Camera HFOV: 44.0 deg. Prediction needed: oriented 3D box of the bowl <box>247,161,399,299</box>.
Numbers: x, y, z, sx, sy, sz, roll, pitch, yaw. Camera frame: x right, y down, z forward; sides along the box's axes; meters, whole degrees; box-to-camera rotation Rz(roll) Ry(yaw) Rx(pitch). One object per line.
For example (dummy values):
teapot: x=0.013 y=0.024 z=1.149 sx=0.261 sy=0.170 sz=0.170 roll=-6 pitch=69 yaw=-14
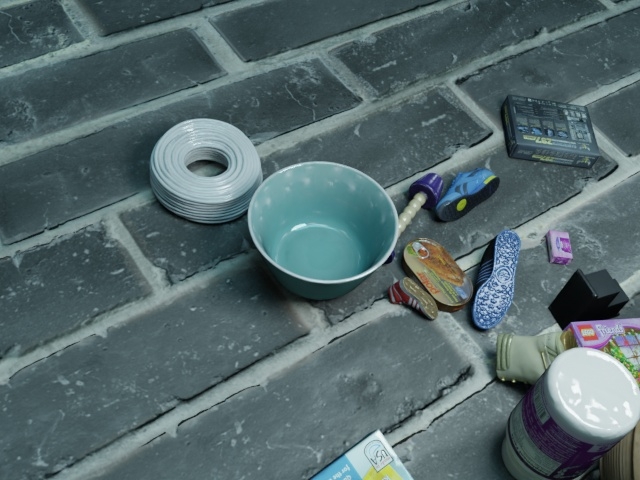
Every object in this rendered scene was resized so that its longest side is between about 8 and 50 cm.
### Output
bowl: x=0.000 y=0.000 z=1.672 sx=0.311 sy=0.163 sz=0.312 roll=3 pitch=55 yaw=-4

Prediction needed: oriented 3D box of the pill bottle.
pill bottle: x=0.437 y=0.335 z=1.431 sx=0.169 sy=0.302 sz=0.169 roll=5 pitch=53 yaw=-7

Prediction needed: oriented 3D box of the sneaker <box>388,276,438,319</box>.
sneaker: x=0.197 y=0.131 z=1.706 sx=0.118 sy=0.067 sz=0.042 roll=46 pitch=50 yaw=-14

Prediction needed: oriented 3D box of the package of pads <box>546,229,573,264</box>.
package of pads: x=0.564 y=0.016 z=1.868 sx=0.050 sy=0.032 sz=0.083 roll=7 pitch=53 yaw=-5

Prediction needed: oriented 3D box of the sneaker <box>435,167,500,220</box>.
sneaker: x=0.336 y=-0.114 z=1.903 sx=0.209 sy=0.069 sz=0.082 roll=-31 pitch=51 yaw=-29

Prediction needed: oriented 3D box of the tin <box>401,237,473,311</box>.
tin: x=0.256 y=0.077 z=1.757 sx=0.106 sy=0.040 sz=0.190 roll=-20 pitch=60 yaw=-29

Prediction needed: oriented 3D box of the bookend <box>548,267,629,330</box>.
bookend: x=0.605 y=0.116 z=1.723 sx=0.156 sy=0.157 sz=0.072 roll=-14 pitch=58 yaw=-20

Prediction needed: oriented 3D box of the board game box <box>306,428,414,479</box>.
board game box: x=0.087 y=0.522 z=1.285 sx=0.253 sy=0.079 sz=0.336 roll=-33 pitch=79 yaw=-18

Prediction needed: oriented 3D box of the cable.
cable: x=-0.256 y=-0.160 z=1.793 sx=0.257 sy=0.089 sz=0.257 roll=30 pitch=53 yaw=11

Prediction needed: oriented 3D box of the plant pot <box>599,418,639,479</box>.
plant pot: x=0.595 y=0.424 z=1.489 sx=0.109 sy=0.237 sz=0.237 roll=-7 pitch=42 yaw=35

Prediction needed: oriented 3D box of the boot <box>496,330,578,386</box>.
boot: x=0.444 y=0.285 z=1.594 sx=0.077 sy=0.165 sz=0.213 roll=-23 pitch=102 yaw=-49

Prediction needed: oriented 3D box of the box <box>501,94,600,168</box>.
box: x=0.603 y=-0.288 z=2.086 sx=0.232 sy=0.059 sz=0.184 roll=6 pitch=52 yaw=-8

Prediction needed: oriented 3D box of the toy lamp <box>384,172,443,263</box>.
toy lamp: x=0.203 y=-0.058 z=1.822 sx=0.080 sy=0.080 sz=0.275 roll=31 pitch=56 yaw=12

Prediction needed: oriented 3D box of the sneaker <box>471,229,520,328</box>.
sneaker: x=0.385 y=0.093 z=1.751 sx=0.081 sy=0.090 sz=0.232 roll=21 pitch=74 yaw=3

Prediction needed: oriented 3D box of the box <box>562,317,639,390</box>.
box: x=0.666 y=0.262 z=1.660 sx=0.293 sy=0.057 sz=0.201 roll=-1 pitch=53 yaw=-24
